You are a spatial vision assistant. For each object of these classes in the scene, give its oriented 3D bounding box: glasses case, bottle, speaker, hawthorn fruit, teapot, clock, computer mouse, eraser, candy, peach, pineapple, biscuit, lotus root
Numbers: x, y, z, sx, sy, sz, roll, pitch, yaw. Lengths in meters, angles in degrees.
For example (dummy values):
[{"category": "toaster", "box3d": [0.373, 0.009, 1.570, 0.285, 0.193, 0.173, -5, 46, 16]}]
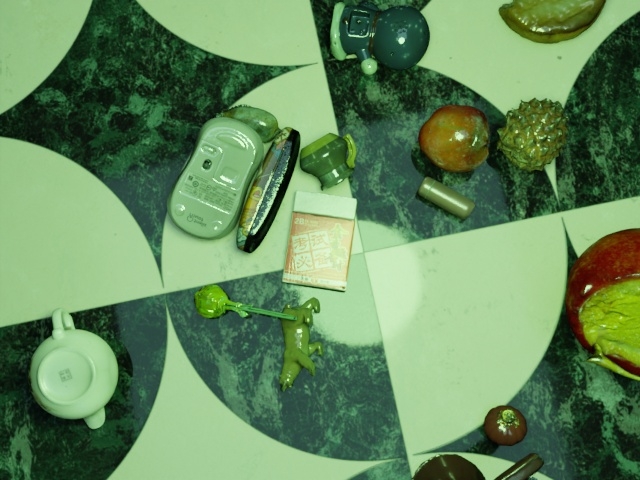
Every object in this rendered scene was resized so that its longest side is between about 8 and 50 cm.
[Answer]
[{"category": "glasses case", "box3d": [-0.125, -0.122, 1.954, 0.082, 0.122, 0.321, 21, 83, 3]}, {"category": "bottle", "box3d": [0.308, -0.104, 1.984, 0.140, 0.053, 0.053, 30, 83, 4]}, {"category": "speaker", "box3d": [0.350, 0.575, 1.764, 0.259, 0.329, 0.198, -7, 82, -7]}, {"category": "hawthorn fruit", "box3d": [0.323, -0.245, 1.951, 0.173, 0.173, 0.173, 0, 82, 0]}, {"category": "teapot", "box3d": [-0.577, 0.301, 1.894, 0.204, 0.139, 0.298, -13, 84, 0]}, {"category": "clock", "box3d": [0.148, -0.504, 2.001, 0.243, 0.146, 0.200, 9, 78, 9]}, {"category": "computer mouse", "box3d": [-0.255, -0.154, 1.963, 0.184, 0.121, 0.297, 19, 99, -9]}, {"category": "eraser", "box3d": [0.000, 0.000, 1.980, 0.157, 0.038, 0.230, 8, 83, 2]}, {"category": "candy", "box3d": [-0.179, 0.162, 1.920, 0.262, 0.073, 0.077, 10, 98, 17]}, {"category": "peach", "box3d": [0.761, 0.137, 1.821, 0.406, 0.310, 0.335, 10, 120, 12]}, {"category": "teapot", "box3d": [0.029, -0.199, 1.975, 0.165, 0.130, 0.119, -35, 99, -36]}, {"category": "pineapple", "box3d": [0.524, -0.269, 1.961, 0.166, 0.166, 0.193, 40, 75, 5]}, {"category": "biscuit", "box3d": [0.597, -0.604, 2.034, 0.274, 0.091, 0.213, -40, 81, -6]}, {"category": "lotus root", "box3d": [-0.174, -0.293, 1.997, 0.165, 0.088, 0.088, 17, 82, 4]}]

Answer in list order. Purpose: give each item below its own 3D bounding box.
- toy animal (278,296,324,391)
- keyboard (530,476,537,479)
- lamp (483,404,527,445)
[{"category": "toy animal", "box3d": [-0.053, 0.246, 1.927, 0.101, 0.103, 0.219, -7, 83, 15]}, {"category": "keyboard", "box3d": [0.447, 0.642, 1.898, 0.074, 0.015, 0.196, 20, 82, 3]}, {"category": "lamp", "box3d": [0.432, 0.433, 1.891, 0.101, 0.090, 0.101, 0, 46, 0]}]
